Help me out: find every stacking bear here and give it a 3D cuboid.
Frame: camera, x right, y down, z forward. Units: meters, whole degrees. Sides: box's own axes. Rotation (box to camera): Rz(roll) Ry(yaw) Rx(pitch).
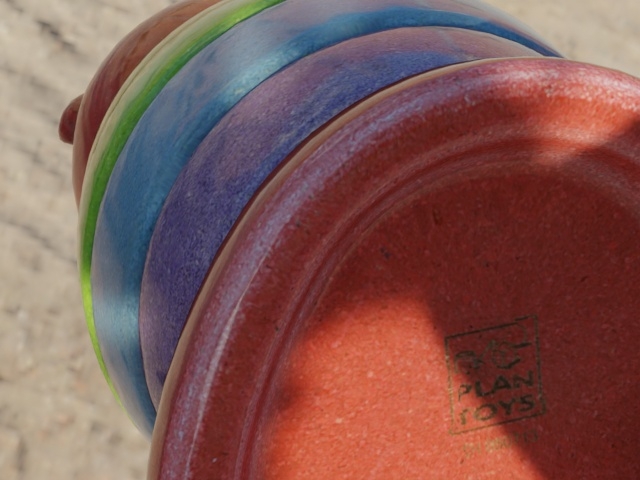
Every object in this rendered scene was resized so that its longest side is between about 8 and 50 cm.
[{"bbox_3d":[0.000,0.000,0.567,0.175,0.164,0.289,-11,19,-15],"label":"stacking bear"}]
